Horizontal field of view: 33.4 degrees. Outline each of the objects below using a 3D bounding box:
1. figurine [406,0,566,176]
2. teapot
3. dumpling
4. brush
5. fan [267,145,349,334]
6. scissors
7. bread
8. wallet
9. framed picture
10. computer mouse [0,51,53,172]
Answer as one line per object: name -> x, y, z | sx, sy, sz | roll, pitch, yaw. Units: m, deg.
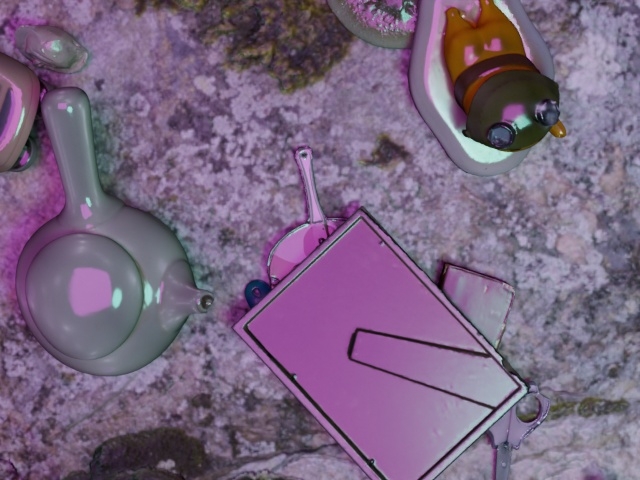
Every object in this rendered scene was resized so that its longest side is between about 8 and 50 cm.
figurine -> 0.183, -0.185, 1.164 | 0.167, 0.141, 0.249 | -20, 100, 2
teapot -> -0.278, 0.006, 1.233 | 0.220, 0.149, 0.318 | -32, 92, 5
dumpling -> -0.322, -0.223, 1.267 | 0.052, 0.076, 0.057 | 46, 124, 37
brush -> -0.028, 0.129, 1.281 | 0.043, 0.032, 0.193 | -36, 78, -2
fan -> 0.000, 0.000, 1.268 | 0.153, 0.008, 0.226 | -13, 89, -2
scissors -> 0.217, 0.256, 1.266 | 0.100, 0.015, 0.188 | 3, 100, -11
bread -> 0.059, -0.297, 1.235 | 0.112, 0.036, 0.193 | -32, 91, 8
wallet -> 0.162, 0.121, 1.262 | 0.095, 0.026, 0.176 | 18, 97, 7
framed picture -> 0.070, 0.135, 1.239 | 0.211, 0.020, 0.289 | -43, 85, 2
computer mouse -> -0.437, -0.171, 1.267 | 0.237, 0.082, 0.145 | 20, 95, 2
